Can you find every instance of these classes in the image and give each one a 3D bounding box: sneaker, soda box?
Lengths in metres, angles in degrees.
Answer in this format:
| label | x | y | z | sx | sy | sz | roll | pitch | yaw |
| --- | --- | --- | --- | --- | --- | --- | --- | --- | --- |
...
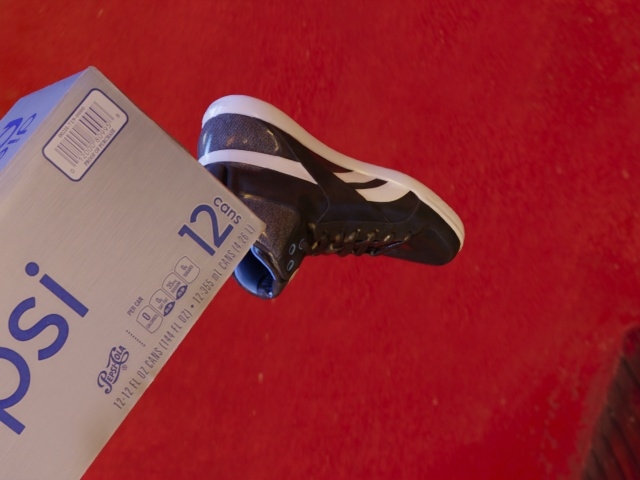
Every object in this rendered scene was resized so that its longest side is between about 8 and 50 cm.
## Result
| label | x | y | z | sx | sy | sz | roll | pitch | yaw |
| --- | --- | --- | --- | --- | --- | --- | --- | --- | --- |
| sneaker | 0.000 | 0.000 | 0.912 | 0.216 | 0.121 | 0.079 | 26 | 147 | -22 |
| soda box | -0.148 | 0.076 | 0.460 | 0.091 | 0.098 | 0.286 | 43 | 71 | -20 |
